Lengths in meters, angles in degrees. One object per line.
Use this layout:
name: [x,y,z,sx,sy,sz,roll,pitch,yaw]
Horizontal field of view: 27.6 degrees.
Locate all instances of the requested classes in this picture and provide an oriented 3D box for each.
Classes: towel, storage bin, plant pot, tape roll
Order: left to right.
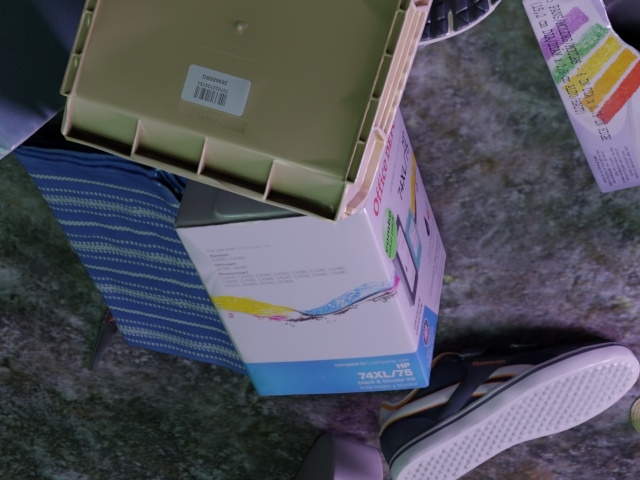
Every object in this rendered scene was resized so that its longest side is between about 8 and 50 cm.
plant pot: [-0.375,-0.182,1.227,0.248,0.247,0.252,-29,105,36]
towel: [-0.194,0.026,1.455,0.243,0.040,0.336,10,138,34]
storage bin: [-0.056,-0.175,1.104,0.262,0.123,0.260,18,96,7]
tape roll: [-0.017,0.446,1.699,0.072,0.392,0.392,18,137,-8]

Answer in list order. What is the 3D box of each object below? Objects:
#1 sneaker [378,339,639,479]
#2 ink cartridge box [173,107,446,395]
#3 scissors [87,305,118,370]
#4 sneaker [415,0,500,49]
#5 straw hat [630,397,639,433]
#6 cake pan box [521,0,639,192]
sneaker: [0.214,0.178,1.568,0.321,0.127,0.126,-25,137,2]
ink cartridge box: [0.000,0.000,1.356,0.197,0.198,0.270,-5,136,18]
scissors: [-0.262,0.084,1.638,0.109,0.021,0.297,26,139,-26]
sneaker: [0.043,-0.207,1.212,0.283,0.122,0.110,-21,87,10]
straw hat: [0.457,0.241,1.612,0.145,0.061,0.144,6,138,6]
cake pan box: [0.336,-0.176,1.190,0.246,0.070,0.267,-12,132,21]
